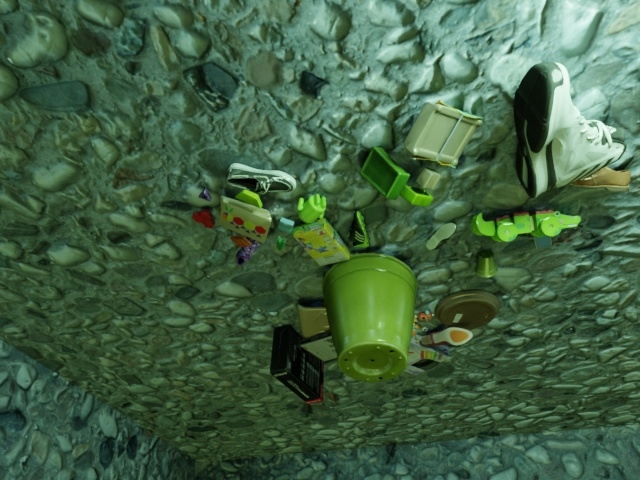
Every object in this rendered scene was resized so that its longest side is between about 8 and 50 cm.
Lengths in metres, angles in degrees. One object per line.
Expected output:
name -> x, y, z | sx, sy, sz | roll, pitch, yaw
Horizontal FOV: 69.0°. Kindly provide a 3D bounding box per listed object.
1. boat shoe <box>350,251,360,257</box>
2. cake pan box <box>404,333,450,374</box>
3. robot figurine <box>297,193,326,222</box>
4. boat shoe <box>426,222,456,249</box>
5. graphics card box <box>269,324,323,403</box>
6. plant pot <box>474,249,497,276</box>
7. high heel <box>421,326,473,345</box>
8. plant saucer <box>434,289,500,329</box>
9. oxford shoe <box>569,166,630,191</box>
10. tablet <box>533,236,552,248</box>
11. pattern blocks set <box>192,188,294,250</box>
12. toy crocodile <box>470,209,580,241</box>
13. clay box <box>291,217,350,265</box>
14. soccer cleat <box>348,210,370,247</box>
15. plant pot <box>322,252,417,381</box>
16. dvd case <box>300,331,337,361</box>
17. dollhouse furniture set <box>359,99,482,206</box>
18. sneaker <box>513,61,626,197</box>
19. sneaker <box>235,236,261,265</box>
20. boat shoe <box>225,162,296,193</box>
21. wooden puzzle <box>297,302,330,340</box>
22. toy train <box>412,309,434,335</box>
boat shoe -> 0.150, 0.073, 1.755 | 0.153, 0.048, 0.056 | 20, 140, -11
cake pan box -> 0.454, 0.554, 2.263 | 0.267, 0.070, 0.246 | 26, 135, -25
robot figurine -> -0.028, -0.102, 1.538 | 0.101, 0.067, 0.115 | 18, 137, -30
boat shoe -> 0.431, -0.015, 1.645 | 0.042, 0.049, 0.133 | 1, 140, -44
graphics card box -> -0.101, 0.588, 2.191 | 0.094, 0.233, 0.371 | -16, 136, 19
plant pot -> 0.614, 0.080, 1.726 | 0.083, 0.083, 0.079 | -6, 126, 8
high heel -> 0.583, 0.435, 2.095 | 0.244, 0.082, 0.117 | -24, 161, 35
plant saucer -> 0.633, 0.306, 2.001 | 0.278, 0.041, 0.278 | 1, 139, 1
oxford shoe -> 0.835, -0.196, 1.426 | 0.212, 0.076, 0.076 | 3, 108, 2
tablet -> 0.799, -0.002, 1.675 | 0.054, 0.006, 0.083 | -18, 136, 20
pattern blocks set -> -0.254, -0.070, 1.542 | 0.325, 0.026, 0.285 | 28, 142, -9
toy crocodile -> 0.679, -0.056, 1.554 | 0.340, 0.105, 0.115 | -7, 179, 8
clay box -> 0.000, 0.000, 1.656 | 0.127, 0.053, 0.222 | -14, 136, 27
soccer cleat -> 0.127, -0.032, 1.621 | 0.072, 0.060, 0.179 | -7, 140, 11
plant pot -> 0.179, 0.298, 1.677 | 0.366, 0.353, 0.366 | 2, 131, 2
dvd case -> 0.054, 0.475, 2.104 | 0.239, 0.029, 0.179 | -23, 131, 31
dollhouse furniture set -> 0.286, -0.269, 1.347 | 0.197, 0.151, 0.301 | 5, 124, -36
sneaker -> 0.673, -0.314, 1.243 | 0.257, 0.169, 0.447 | -18, 143, 8
sneaker -> -0.259, 0.036, 1.696 | 0.068, 0.071, 0.170 | 20, 134, -20
boat shoe -> -0.185, -0.178, 1.455 | 0.219, 0.070, 0.078 | 10, 138, -9
wooden puzzle -> 0.082, 0.368, 2.062 | 0.348, 0.080, 0.322 | 2, 138, 6
toy train -> 0.442, 0.376, 2.077 | 0.125, 0.046, 0.166 | -2, 138, 5
